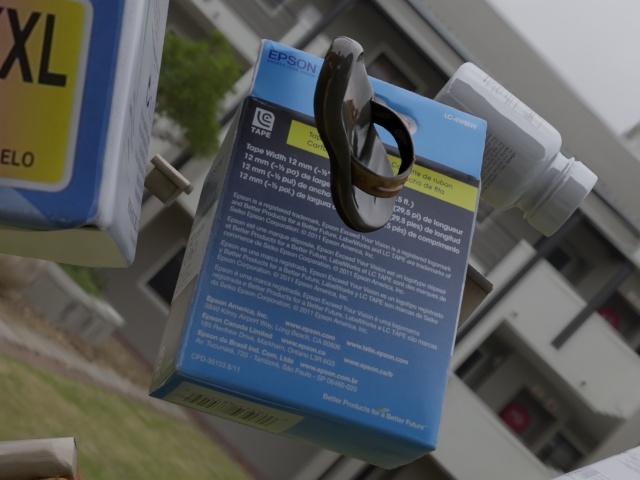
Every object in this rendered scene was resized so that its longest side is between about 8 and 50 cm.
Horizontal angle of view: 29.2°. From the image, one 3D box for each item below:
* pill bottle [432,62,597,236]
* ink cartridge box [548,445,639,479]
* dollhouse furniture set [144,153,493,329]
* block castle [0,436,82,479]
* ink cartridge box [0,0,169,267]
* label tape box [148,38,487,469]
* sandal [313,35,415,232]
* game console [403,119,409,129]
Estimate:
[{"bbox_3d":[0.241,-0.115,1.607,0.229,0.131,0.131,39,-7,3],"label":"pill bottle"},{"bbox_3d":[0.408,0.327,1.555,0.158,0.218,0.092,-166,-124,-83],"label":"ink cartridge box"},{"bbox_3d":[0.000,0.000,1.392,0.355,0.174,0.303,42,-3,2],"label":"dollhouse furniture set"},{"bbox_3d":[-0.381,0.457,1.481,0.453,0.213,0.303,95,-11,-53],"label":"block castle"},{"bbox_3d":[-0.121,-0.196,0.482,0.151,0.395,0.270,9,-5,-7],"label":"ink cartridge box"},{"bbox_3d":[0.006,0.012,1.167,0.249,0.348,0.115,19,-27,-14],"label":"label tape box"},{"bbox_3d":[0.043,-0.076,0.966,0.060,0.090,0.219,8,-32,15],"label":"sandal"},{"bbox_3d":[0.128,-0.120,1.748,0.124,0.085,0.144,3,24,-20],"label":"game console"}]
